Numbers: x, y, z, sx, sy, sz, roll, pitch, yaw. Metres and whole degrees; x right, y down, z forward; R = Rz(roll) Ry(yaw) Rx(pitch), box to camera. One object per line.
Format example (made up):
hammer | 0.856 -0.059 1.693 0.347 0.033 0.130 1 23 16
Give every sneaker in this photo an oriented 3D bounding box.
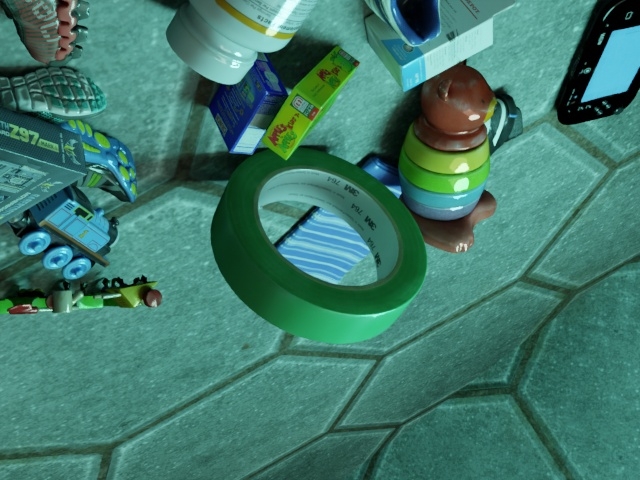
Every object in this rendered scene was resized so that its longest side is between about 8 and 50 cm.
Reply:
sneaker | -0.299 -0.099 1.017 0.078 0.067 0.188 -16 157 17
sneaker | 0.306 -0.172 1.446 0.121 0.079 0.217 -17 148 -22
sneaker | 0.106 -0.355 0.908 0.112 0.131 0.296 -26 150 -4
sneaker | -0.332 -0.153 0.904 0.166 0.065 0.076 -7 160 -31
sneaker | -0.285 -0.266 0.715 0.135 0.097 0.276 -12 151 -18

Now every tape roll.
tape roll | 0.000 0.000 1.173 0.321 0.321 0.077 -8 146 -35

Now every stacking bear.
stacking bear | 0.213 -0.153 1.301 0.175 0.164 0.289 -48 151 -41

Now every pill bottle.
pill bottle | -0.061 -0.291 0.842 0.136 0.136 0.245 5 136 -47

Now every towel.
towel | 0.055 -0.018 1.498 0.336 0.040 0.243 -43 149 22

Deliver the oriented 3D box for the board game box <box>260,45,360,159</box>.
board game box | -0.010 -0.187 1.051 0.092 0.043 0.181 -53 -177 35

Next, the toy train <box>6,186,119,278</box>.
toy train | -0.346 -0.015 1.080 0.105 0.080 0.184 -38 152 0

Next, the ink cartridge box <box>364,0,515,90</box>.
ink cartridge box | 0.165 -0.295 1.085 0.180 0.104 0.060 -28 152 -4

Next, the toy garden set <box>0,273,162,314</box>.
toy garden set | -0.371 0.077 1.153 0.244 0.049 0.204 0 177 -42

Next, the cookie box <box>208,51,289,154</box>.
cookie box | -0.096 -0.182 1.033 0.040 0.092 0.107 2 138 -39

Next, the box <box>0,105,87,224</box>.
box | -0.409 -0.071 0.877 0.233 0.059 0.183 -24 158 27

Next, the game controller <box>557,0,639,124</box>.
game controller | 0.534 -0.329 1.426 0.166 0.067 0.319 -22 150 -16
